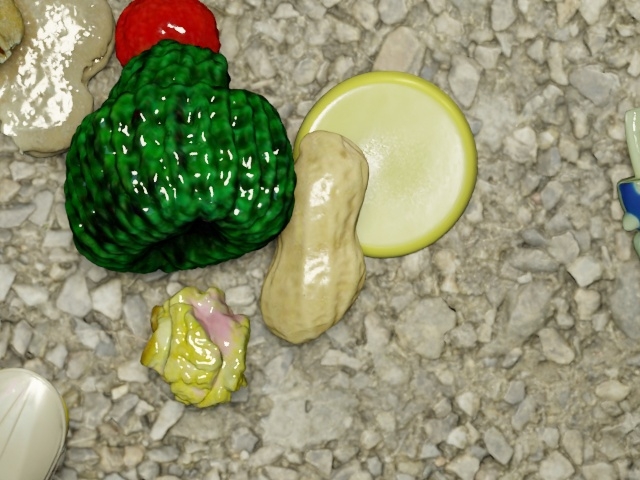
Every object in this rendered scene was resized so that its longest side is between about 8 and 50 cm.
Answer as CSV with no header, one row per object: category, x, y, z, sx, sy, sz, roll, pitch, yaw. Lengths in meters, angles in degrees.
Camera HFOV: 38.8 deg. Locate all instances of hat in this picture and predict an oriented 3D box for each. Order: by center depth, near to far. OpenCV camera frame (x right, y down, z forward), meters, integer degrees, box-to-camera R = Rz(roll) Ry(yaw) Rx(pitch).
hat,-0.171,-0.140,1.005,0.274,0.242,0.332,-21,69,36

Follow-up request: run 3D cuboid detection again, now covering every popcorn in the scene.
popcorn,-0.144,0.127,1.076,0.126,0.126,0.145,-21,79,18

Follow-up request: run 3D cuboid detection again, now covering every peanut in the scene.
peanut,0.000,0.000,1.073,0.124,0.123,0.256,12,102,-4

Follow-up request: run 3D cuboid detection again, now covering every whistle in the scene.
whistle,0.424,-0.047,1.121,0.110,0.092,0.244,-14,95,1

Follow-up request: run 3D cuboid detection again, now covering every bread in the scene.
bread,-0.347,-0.270,1.052,0.183,0.102,0.337,-28,96,-2

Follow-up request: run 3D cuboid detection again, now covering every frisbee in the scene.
frisbee,0.082,-0.095,1.133,0.236,0.017,0.236,0,93,-3

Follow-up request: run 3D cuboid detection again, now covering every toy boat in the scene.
toy boat,-0.380,0.265,1.064,0.141,0.141,0.269,28,92,-5

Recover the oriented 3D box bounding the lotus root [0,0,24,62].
lotus root,-0.404,-0.256,0.955,0.192,0.088,0.113,41,95,-8
